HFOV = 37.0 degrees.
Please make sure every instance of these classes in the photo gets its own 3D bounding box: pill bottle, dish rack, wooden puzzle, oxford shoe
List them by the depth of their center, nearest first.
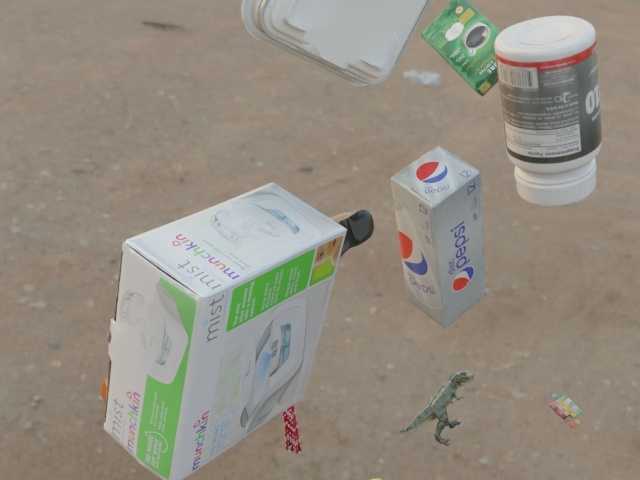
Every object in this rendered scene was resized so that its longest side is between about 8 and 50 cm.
[{"bbox_3d":[0.066,-0.399,1.396,0.285,0.333,0.072,18,17,-36],"label":"dish rack"},{"bbox_3d":[0.384,-0.213,1.594,0.161,0.283,0.161,-10,31,6],"label":"pill bottle"},{"bbox_3d":[0.000,0.000,1.646,0.076,0.076,0.212,-3,11,43],"label":"oxford shoe"},{"bbox_3d":[0.501,0.344,1.951,0.049,0.006,0.083,-22,53,-32],"label":"wooden puzzle"}]

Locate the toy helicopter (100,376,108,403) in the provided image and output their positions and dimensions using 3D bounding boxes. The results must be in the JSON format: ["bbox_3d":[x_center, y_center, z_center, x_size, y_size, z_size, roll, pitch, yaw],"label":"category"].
[{"bbox_3d":[-0.263,0.276,1.984,0.140,0.355,0.235,38,-4,44],"label":"toy helicopter"}]

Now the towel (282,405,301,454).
[{"bbox_3d":[-0.077,0.220,1.721,0.031,0.275,0.199,-10,26,-4],"label":"towel"}]

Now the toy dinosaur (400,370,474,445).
[{"bbox_3d":[0.293,0.428,2.341,0.268,0.118,0.064,-38,20,-34],"label":"toy dinosaur"}]

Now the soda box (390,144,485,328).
[{"bbox_3d":[0.181,0.001,1.442,0.098,0.286,0.091,-36,52,-19],"label":"soda box"}]

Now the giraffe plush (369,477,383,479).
[{"bbox_3d":[0.154,0.616,2.023,0.210,0.170,0.181,-17,44,14],"label":"giraffe plush"}]

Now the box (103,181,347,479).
[{"bbox_3d":[-0.112,0.098,1.073,0.126,0.262,0.231,32,35,27],"label":"box"}]

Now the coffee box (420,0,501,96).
[{"bbox_3d":[0.288,-0.373,1.828,0.184,0.113,0.040,51,15,30],"label":"coffee box"}]
